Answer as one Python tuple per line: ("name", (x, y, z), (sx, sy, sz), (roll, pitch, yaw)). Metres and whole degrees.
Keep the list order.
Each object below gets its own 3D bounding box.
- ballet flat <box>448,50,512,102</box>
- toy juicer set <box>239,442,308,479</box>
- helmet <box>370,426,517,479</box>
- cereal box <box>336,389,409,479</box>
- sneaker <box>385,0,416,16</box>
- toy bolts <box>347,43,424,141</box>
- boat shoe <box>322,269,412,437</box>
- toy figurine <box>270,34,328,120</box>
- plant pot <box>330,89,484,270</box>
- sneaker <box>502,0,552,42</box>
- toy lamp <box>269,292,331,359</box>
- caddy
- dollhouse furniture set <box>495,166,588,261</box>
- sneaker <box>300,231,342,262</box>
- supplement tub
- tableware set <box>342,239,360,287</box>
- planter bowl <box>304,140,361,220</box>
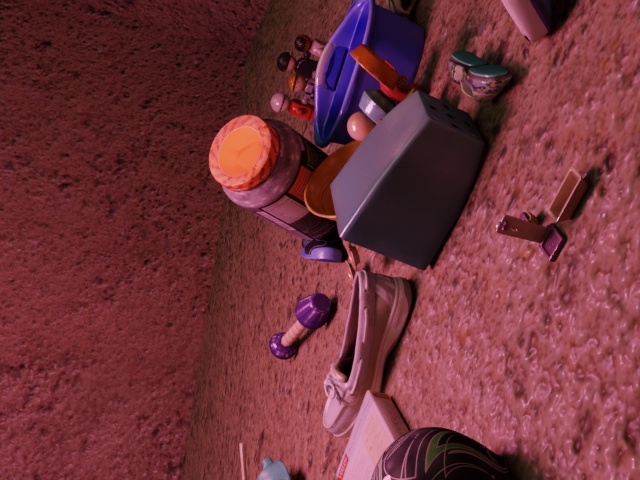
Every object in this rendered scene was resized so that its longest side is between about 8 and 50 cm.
("ballet flat", (0.253, -0.251, 1.283), (0.188, 0.070, 0.070), (-107, 35, -65))
("toy juicer set", (-0.093, 0.565, 1.697), (0.329, 0.089, 0.209), (-173, 84, -66))
("helmet", (0.137, 0.307, 0.972), (0.169, 0.161, 0.170), (-166, 90, -74))
("cereal box", (0.094, 0.368, 1.277), (0.240, 0.047, 0.173), (-119, 46, -68))
("sneaker", (0.199, -0.573, 1.742), (0.084, 0.069, 0.186), (-130, 49, -60))
("toy bolts", (0.099, -0.244, 1.507), (0.158, 0.218, 0.228), (-48, 17, 15))
("boat shoe", (0.061, 0.202, 1.435), (0.118, 0.103, 0.321), (-110, 37, -63))
("toy figurine", (-0.046, -0.468, 2.324), (0.209, 0.148, 0.213), (146, 137, -67))
("plant pot", (0.150, -0.110, 1.324), (0.234, 0.165, 0.166), (-58, 22, 28))
("sneaker", (0.321, -0.463, 1.101), (0.323, 0.236, 0.130), (64, -164, -8))
("toy lamp", (-0.045, 0.197, 1.861), (0.275, 0.080, 0.080), (124, 156, -55))
("caddy", (0.079, -0.353, 1.737), (0.241, 0.179, 0.341), (-126, 52, -69))
("dollhouse furniture set", (0.263, -0.051, 1.005), (0.091, 0.081, 0.114), (-103, 32, -59))
("sneaker", (0.000, 0.000, 1.868), (0.232, 0.081, 0.091), (-165, 83, -76))
("supplement tub", (-0.080, -0.132, 1.709), (0.193, 0.316, 0.194), (-11, 67, 28))
("tableware set", (0.063, 0.047, 1.579), (0.141, 0.020, 0.169), (-118, 12, -65))
("planter bowl", (0.083, -0.097, 1.580), (0.217, 0.090, 0.217), (-21, 39, 18))
